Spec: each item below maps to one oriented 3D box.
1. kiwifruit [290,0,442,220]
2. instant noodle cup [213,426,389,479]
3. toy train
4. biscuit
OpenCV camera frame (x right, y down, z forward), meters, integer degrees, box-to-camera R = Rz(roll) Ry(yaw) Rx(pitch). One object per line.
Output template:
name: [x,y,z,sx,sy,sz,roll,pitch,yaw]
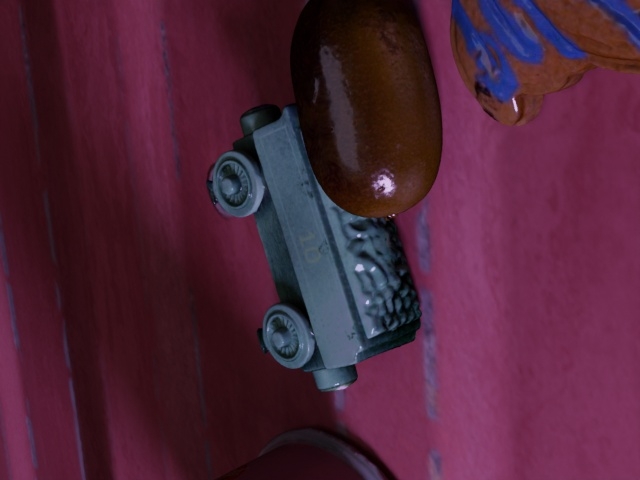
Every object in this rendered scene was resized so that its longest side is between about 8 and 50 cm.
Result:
kiwifruit: [0.025,-0.072,0.755,0.075,0.075,0.124,-8,95,57]
instant noodle cup: [-0.068,0.267,0.897,0.243,0.231,0.243,31,129,47]
toy train: [0.000,0.000,0.830,0.099,0.070,0.172,-18,89,46]
biscuit: [0.117,-0.161,0.618,0.183,0.043,0.280,49,143,27]
